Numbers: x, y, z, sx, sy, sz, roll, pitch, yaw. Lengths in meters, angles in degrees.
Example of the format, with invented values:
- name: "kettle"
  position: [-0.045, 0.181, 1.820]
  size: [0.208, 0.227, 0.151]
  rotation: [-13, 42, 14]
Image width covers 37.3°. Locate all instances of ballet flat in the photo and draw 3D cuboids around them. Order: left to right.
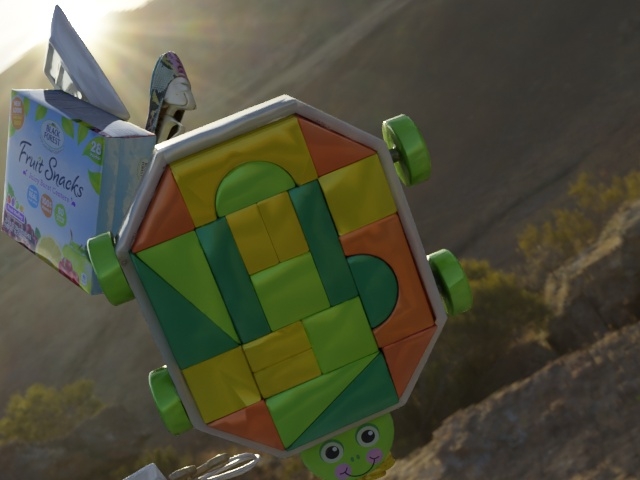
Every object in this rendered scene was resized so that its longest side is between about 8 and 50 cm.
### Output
- name: "ballet flat"
  position: [-0.251, -0.202, 1.571]
  size: [0.079, 0.077, 0.221]
  rotation: [13, 87, 36]

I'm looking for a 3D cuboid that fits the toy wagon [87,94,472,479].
- name: "toy wagon"
  position: [-0.011, 0.065, 0.753]
  size: [0.267, 0.344, 0.068]
  rotation: [-22, 17, -6]

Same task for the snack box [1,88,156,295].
- name: "snack box"
  position: [-0.271, -0.060, 1.040]
  size: [0.070, 0.174, 0.207]
  rotation: [-8, 26, -44]

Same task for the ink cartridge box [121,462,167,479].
- name: "ink cartridge box"
  position: [-0.398, 0.527, 1.659]
  size: [0.165, 0.065, 0.333]
  rotation: [-23, -22, -50]

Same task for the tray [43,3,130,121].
- name: "tray"
  position: [-0.296, -0.191, 1.155]
  size: [0.030, 0.145, 0.270]
  rotation: [-36, 11, -14]

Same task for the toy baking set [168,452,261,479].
- name: "toy baking set"
  position: [-0.183, 0.335, 1.277]
  size: [0.196, 0.030, 0.256]
  rotation: [-26, -16, 10]
